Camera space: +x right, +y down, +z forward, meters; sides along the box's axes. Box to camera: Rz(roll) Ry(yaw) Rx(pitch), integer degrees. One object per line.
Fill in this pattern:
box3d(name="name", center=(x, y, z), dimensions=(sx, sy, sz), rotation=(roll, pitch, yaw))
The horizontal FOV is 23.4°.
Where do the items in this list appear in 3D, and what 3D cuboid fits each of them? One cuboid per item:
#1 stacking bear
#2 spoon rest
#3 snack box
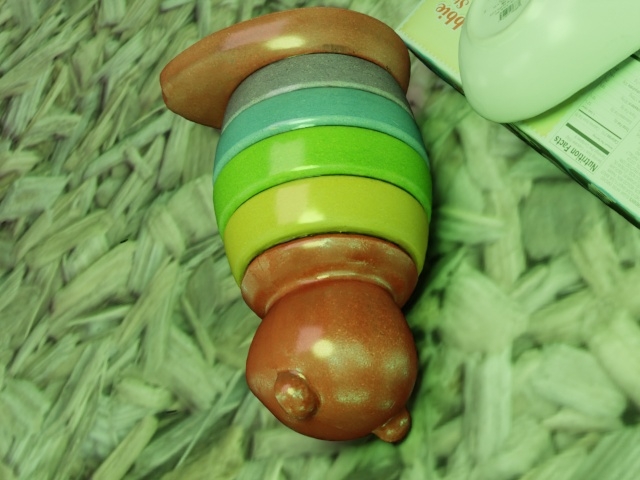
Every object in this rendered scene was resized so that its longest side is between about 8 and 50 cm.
box3d(name="stacking bear", center=(0.000, 0.000, 1.055), dimensions=(0.164, 0.175, 0.289), rotation=(-30, 52, 36))
box3d(name="spoon rest", center=(0.189, -0.164, 0.962), dimensions=(0.276, 0.084, 0.137), rotation=(-32, 39, 44))
box3d(name="snack box", center=(0.196, -0.139, 1.032), dimensions=(0.187, 0.060, 0.322), rotation=(-48, 38, 4))
